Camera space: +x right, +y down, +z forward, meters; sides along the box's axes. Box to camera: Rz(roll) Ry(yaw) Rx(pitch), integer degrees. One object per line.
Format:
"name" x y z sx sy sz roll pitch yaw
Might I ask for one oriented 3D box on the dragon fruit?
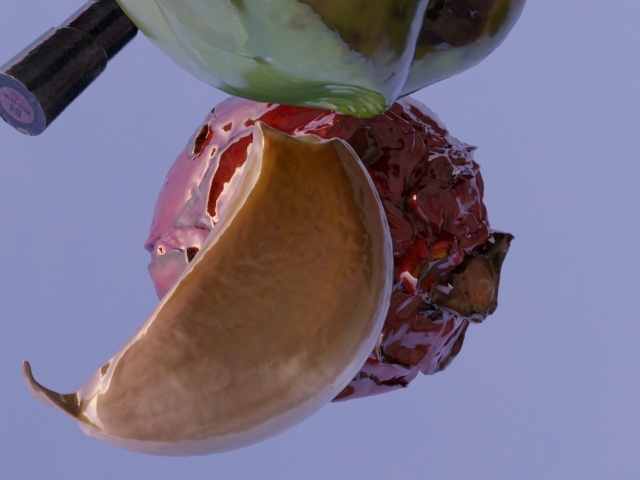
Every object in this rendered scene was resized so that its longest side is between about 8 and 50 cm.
"dragon fruit" 0.000 0.000 1.288 0.277 0.342 0.277 -5 -83 -52

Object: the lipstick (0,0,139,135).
"lipstick" -0.146 -0.164 1.129 0.053 0.053 0.234 44 -124 -1

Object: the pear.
"pear" -0.025 -0.200 0.738 0.318 0.342 0.238 36 -94 -15

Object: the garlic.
"garlic" -0.053 0.045 0.959 0.245 0.145 0.164 -48 -61 -15
